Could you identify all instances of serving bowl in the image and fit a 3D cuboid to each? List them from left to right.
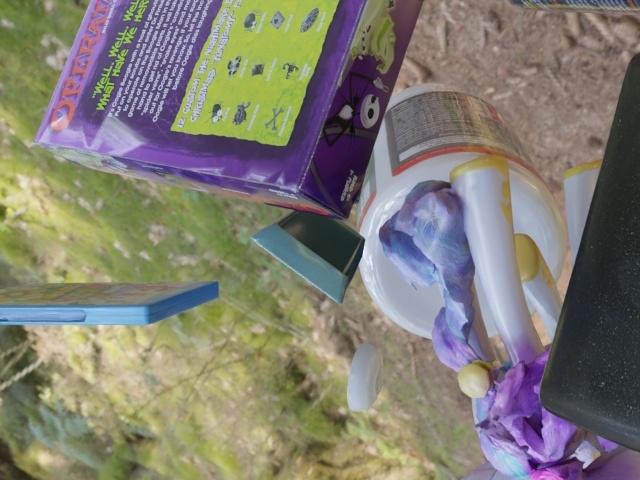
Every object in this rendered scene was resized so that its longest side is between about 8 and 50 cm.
[{"bbox_3d":[0.058,0.166,0.990,0.027,0.083,0.083,9,146,20],"label":"serving bowl"}]

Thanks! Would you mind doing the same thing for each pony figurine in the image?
[{"bbox_3d":[0.158,0.128,0.583,0.303,0.351,0.363,-20,80,40],"label":"pony figurine"}]

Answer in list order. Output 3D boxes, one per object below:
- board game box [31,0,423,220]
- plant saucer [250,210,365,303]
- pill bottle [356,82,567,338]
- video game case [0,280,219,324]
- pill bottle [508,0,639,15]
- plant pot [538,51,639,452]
[{"bbox_3d":[-0.019,-0.192,0.439,0.208,0.346,0.056,14,171,35],"label":"board game box"},{"bbox_3d":[0.000,0.000,0.572,0.067,0.018,0.192,36,-169,1],"label":"plant saucer"},{"bbox_3d":[0.146,-0.058,0.969,0.210,0.363,0.210,1,116,2],"label":"pill bottle"},{"bbox_3d":[-0.171,0.043,0.584,0.166,0.015,0.119,-1,-176,15],"label":"video game case"},{"bbox_3d":[0.303,-0.291,0.824,0.246,0.130,0.130,24,156,50],"label":"pill bottle"},{"bbox_3d":[0.232,0.025,0.345,0.188,0.188,0.167,12,-175,-10],"label":"plant pot"}]
